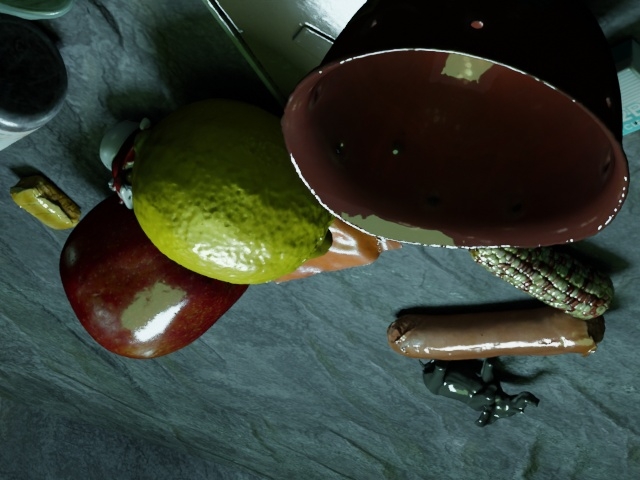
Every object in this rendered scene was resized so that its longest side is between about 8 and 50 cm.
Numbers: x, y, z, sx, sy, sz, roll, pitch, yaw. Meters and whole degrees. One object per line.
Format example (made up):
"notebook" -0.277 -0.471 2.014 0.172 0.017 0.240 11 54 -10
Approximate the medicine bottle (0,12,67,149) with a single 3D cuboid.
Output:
"medicine bottle" -0.498 -0.203 1.213 0.273 0.165 0.165 -16 137 42

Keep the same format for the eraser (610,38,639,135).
"eraser" 0.302 -0.152 1.011 0.095 0.052 0.225 31 148 -27

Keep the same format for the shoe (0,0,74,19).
"shoe" -0.399 -0.324 1.075 0.195 0.079 0.078 7 -175 2

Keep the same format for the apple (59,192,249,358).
"apple" -0.276 0.045 1.410 0.317 0.288 0.288 -28 130 32

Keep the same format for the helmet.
"helmet" 0.151 -0.160 0.894 0.337 0.230 0.385 24 158 -11

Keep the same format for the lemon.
"lemon" -0.115 -0.064 1.181 0.320 0.245 0.245 27 149 -22

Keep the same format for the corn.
"corn" 0.331 0.044 1.297 0.253 0.086 0.086 25 150 -13

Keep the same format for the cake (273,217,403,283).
"cake" 0.001 -0.006 1.374 0.135 0.098 0.287 35 141 -31

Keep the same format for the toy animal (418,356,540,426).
"toy animal" 0.319 0.289 1.715 0.245 0.114 0.146 31 149 20

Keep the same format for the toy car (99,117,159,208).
"toy car" -0.281 -0.127 1.280 0.112 0.139 0.112 30 158 14

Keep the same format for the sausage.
"sausage" 0.297 0.167 1.517 0.419 0.094 0.094 -8 -174 37

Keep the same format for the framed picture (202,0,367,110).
"framed picture" 0.000 -0.238 1.051 0.211 0.020 0.289 -3 145 31

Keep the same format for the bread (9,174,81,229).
"bread" -0.505 -0.067 1.563 0.074 0.053 0.132 0 148 27
